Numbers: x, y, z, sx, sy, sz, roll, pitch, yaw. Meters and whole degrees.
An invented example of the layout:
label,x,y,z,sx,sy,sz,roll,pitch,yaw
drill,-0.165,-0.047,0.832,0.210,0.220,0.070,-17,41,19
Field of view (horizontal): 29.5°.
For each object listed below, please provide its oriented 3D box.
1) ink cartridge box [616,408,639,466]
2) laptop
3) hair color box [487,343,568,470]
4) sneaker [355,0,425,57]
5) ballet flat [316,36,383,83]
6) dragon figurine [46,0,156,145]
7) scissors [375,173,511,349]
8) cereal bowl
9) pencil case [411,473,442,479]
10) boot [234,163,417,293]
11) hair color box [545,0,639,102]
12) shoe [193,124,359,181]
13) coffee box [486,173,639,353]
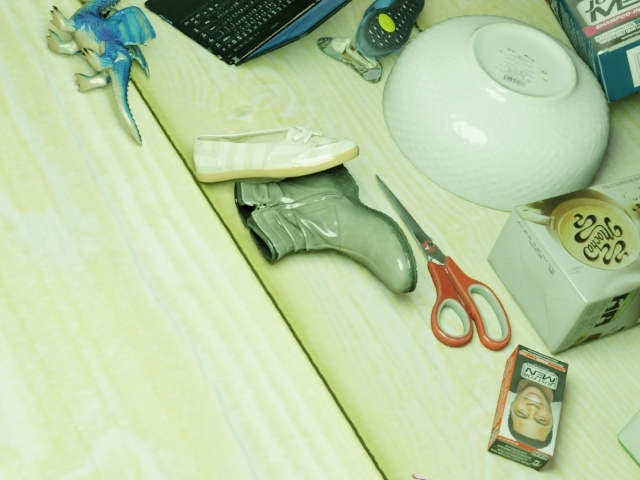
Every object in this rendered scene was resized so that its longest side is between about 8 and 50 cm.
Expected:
label,x,y,z,sx,sy,sz,roll,pitch,yaw
ink cartridge box,0.538,0.236,1.484,0.278,0.117,0.201,-22,61,-32
laptop,-0.076,-0.370,1.772,0.264,0.136,0.234,36,49,12
hair color box,0.252,0.201,1.469,0.072,0.043,0.141,21,49,-1
sneaker,0.091,-0.318,1.820,0.069,0.082,0.209,46,40,-13
ballet flat,0.047,-0.278,1.801,0.114,0.041,0.041,36,50,13
dragon figurine,-0.275,-0.267,1.656,0.144,0.085,0.289,-24,61,-32
scissors,0.160,0.023,1.606,0.109,0.021,0.297,-6,53,-19
cereal bowl,0.269,-0.210,1.751,0.339,0.141,0.339,10,49,-11
pencil case,0.206,0.352,1.278,0.284,0.124,0.124,25,48,4
boot,0.000,0.000,1.537,0.161,0.083,0.246,-20,51,-26
hair color box,0.458,-0.379,1.889,0.174,0.105,0.347,-21,42,5
shoe,-0.060,-0.116,1.558,0.219,0.058,0.076,-6,18,10
coffee box,0.398,0.019,1.616,0.297,0.119,0.168,-14,56,-27
